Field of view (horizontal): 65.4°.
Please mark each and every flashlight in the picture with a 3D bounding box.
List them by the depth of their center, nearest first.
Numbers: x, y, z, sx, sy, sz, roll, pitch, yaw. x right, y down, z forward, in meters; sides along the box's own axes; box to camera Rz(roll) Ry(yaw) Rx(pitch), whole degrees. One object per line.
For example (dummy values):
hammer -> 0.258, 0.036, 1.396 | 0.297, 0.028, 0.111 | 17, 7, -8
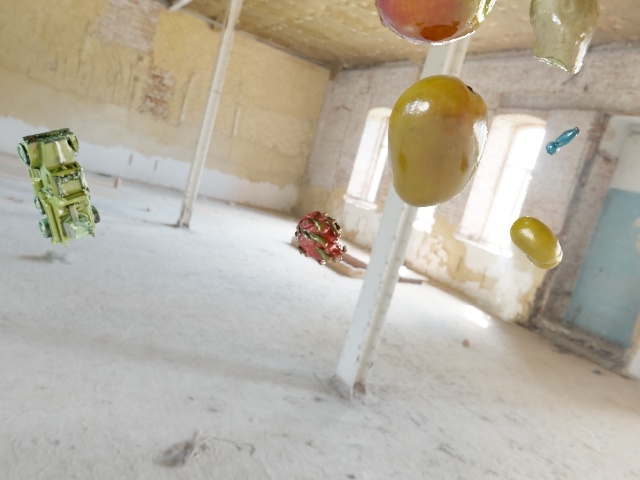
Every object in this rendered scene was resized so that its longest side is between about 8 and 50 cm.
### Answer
flashlight -> 0.858, -0.351, 1.764 | 0.051, 0.051, 0.129 | 11, -32, -33

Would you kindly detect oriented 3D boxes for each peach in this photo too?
peach -> 0.309, -0.721, 1.374 | 0.369, 0.371, 0.370 | 15, 8, -2
peach -> 0.643, 0.005, 1.488 | 0.179, 0.103, 0.179 | 44, 18, -18

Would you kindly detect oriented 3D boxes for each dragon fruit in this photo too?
dragon fruit -> 0.000, 0.000, 1.635 | 0.160, 0.172, 0.166 | -26, -20, 2

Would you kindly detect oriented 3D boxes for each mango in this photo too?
mango -> 0.348, -0.288, 1.544 | 0.299, 0.446, 0.232 | 7, 39, 0

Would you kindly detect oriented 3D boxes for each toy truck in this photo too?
toy truck -> -0.567, -0.113, 1.121 | 0.135, 0.260, 0.128 | 21, 35, 38

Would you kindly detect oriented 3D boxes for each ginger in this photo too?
ginger -> 0.514, -0.477, 1.060 | 0.137, 0.268, 0.152 | 10, -13, 10
